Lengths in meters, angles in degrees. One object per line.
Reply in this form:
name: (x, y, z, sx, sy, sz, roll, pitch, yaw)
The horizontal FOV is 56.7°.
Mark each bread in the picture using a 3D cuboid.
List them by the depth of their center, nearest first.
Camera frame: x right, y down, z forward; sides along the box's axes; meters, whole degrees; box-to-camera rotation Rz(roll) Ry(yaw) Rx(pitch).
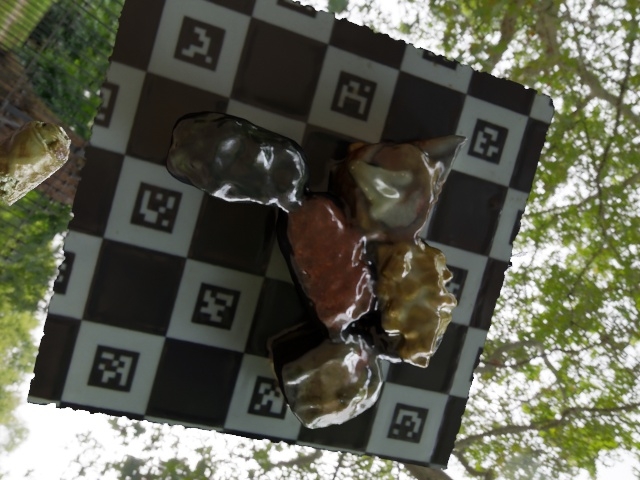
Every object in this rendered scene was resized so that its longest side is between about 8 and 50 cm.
bread: (-0.316, -0.085, 0.633, 0.110, 0.060, 0.066, -29, -179, 15)

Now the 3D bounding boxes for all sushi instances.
sushi: (0.000, 0.000, 0.443, 0.064, 0.359, 0.343, -157, -98, -75)

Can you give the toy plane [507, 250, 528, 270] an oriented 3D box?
toy plane: (0.301, 0.048, 1.146, 0.197, 0.078, 0.053, -19, -106, 20)
